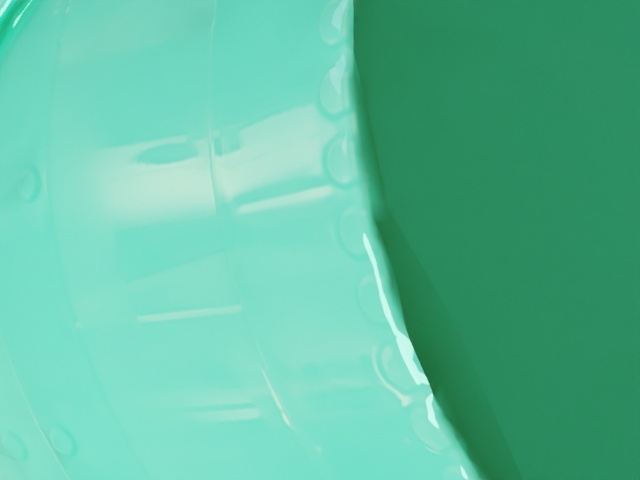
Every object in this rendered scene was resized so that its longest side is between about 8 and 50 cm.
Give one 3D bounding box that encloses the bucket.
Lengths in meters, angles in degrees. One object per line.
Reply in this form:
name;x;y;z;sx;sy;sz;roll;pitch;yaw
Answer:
bucket;0.056;-0.017;0.461;0.183;0.281;0.281;-12;52;56
